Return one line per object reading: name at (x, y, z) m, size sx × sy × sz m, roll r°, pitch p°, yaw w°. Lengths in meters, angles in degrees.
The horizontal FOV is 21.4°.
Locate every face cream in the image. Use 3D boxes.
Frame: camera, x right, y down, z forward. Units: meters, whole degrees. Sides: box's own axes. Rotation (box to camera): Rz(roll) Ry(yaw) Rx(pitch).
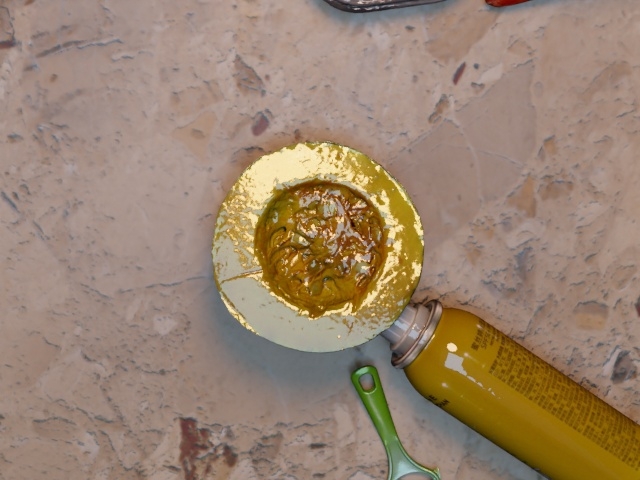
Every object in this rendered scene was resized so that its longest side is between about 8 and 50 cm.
face cream at (0.209, 0.170, 1.793) m, size 0.348 × 0.105 × 0.105 m, roll 34°, pitch 97°, yaw -9°

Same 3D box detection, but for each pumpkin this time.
pumpkin at (0.000, 0.008, 1.756) m, size 0.217 × 0.110 × 0.217 m, roll 0°, pitch 87°, yaw 3°

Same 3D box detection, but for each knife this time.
knife at (0.070, 0.210, 1.832) m, size 0.078 × 0.022 × 0.166 m, roll -24°, pitch 103°, yaw -5°

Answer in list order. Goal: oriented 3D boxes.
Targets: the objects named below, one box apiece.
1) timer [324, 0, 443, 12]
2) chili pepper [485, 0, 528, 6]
timer at (0.067, -0.338, 1.708) m, size 0.190 × 0.069 × 0.209 m, roll -9°, pitch 100°, yaw -5°
chili pepper at (0.299, -0.292, 1.736) m, size 0.272 × 0.063 × 0.071 m, roll -13°, pitch 89°, yaw 2°
